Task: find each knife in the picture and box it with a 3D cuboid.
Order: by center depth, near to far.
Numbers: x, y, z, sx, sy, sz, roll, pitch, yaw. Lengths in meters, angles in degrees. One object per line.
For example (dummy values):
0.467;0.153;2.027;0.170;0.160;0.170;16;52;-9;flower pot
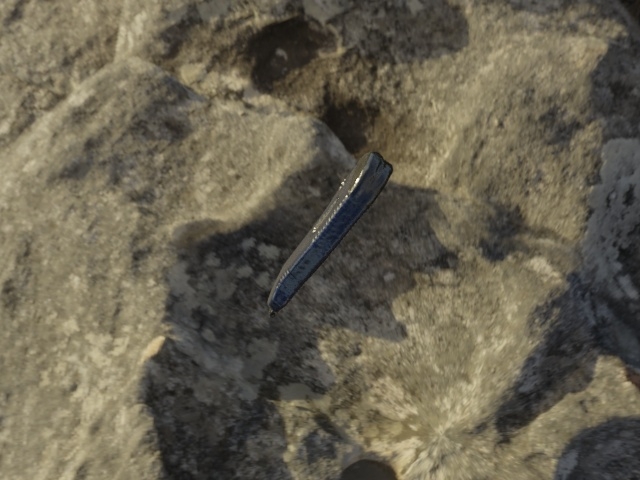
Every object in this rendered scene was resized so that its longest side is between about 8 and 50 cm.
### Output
0.000;0.000;0.440;0.018;0.031;0.121;32;121;-12;knife
